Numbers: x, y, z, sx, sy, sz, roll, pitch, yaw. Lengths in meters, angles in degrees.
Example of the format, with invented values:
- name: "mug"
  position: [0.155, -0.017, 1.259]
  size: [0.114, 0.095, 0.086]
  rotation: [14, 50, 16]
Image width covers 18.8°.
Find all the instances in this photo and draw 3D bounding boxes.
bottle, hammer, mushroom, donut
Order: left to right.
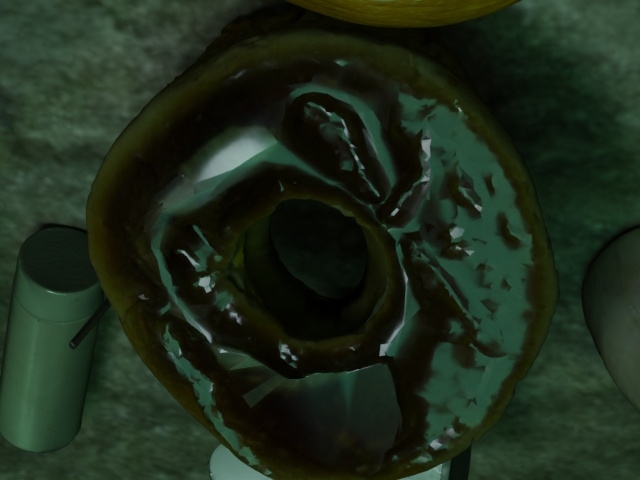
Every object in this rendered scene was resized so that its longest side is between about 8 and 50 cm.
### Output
- name: "bottle"
  position: [-0.213, 0.081, 1.528]
  size: [0.072, 0.072, 0.201]
  rotation: [12, 135, -5]
- name: "hammer"
  position: [-0.160, 0.045, 1.460]
  size: [0.019, 0.110, 0.035]
  rotation: [28, 136, 11]
- name: "donut"
  position: [0.000, 0.000, 1.320]
  size: [0.330, 0.160, 0.330]
  rotation: [1, 110, 2]
- name: "mushroom"
  position: [0.278, 0.086, 1.402]
  size: [0.173, 0.162, 0.236]
  rotation: [-3, 133, 8]

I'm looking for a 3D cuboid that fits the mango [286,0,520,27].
- name: "mango"
  position: [-0.014, -0.227, 1.136]
  size: [0.359, 0.144, 0.187]
  rotation: [16, 133, -5]

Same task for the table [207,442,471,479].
- name: "table"
  position: [0.014, 0.128, 1.495]
  size: [0.198, 0.166, 0.166]
  rotation: [7, 136, 11]
